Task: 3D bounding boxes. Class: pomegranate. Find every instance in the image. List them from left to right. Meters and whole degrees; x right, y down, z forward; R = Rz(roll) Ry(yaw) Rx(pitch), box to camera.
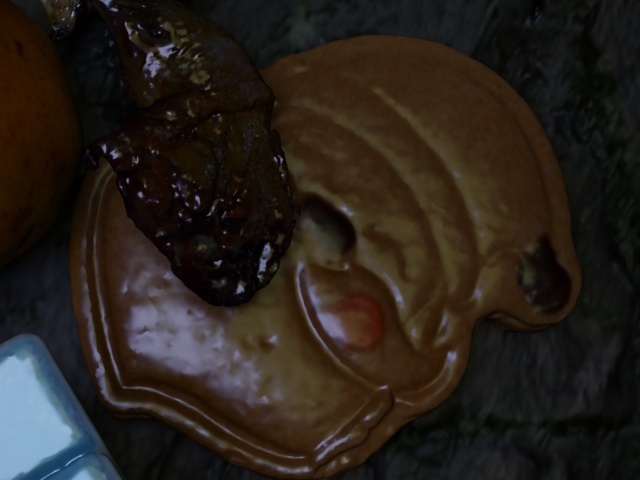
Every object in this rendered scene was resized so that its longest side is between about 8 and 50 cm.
[{"bbox_3d":[-0.310,-0.078,0.825,0.264,0.264,0.264,2,76,-9],"label":"pomegranate"}]

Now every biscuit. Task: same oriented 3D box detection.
[{"bbox_3d":[0.000,0.000,0.948,0.455,0.078,0.349,-34,80,-15],"label":"biscuit"}]

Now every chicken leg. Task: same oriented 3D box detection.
[{"bbox_3d":[-0.117,-0.101,0.858,0.177,0.083,0.322,6,66,-45],"label":"chicken leg"}]

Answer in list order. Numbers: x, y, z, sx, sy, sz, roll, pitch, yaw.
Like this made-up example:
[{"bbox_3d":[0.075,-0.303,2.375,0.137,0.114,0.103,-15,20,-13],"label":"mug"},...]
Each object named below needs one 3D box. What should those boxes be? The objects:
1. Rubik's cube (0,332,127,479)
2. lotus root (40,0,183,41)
[{"bbox_3d":[-0.227,0.287,0.703,0.316,0.319,0.321,-30,82,-14],"label":"Rubik's cube"},{"bbox_3d":[-0.163,-0.248,0.950,0.221,0.125,0.118,-40,111,-21],"label":"lotus root"}]
